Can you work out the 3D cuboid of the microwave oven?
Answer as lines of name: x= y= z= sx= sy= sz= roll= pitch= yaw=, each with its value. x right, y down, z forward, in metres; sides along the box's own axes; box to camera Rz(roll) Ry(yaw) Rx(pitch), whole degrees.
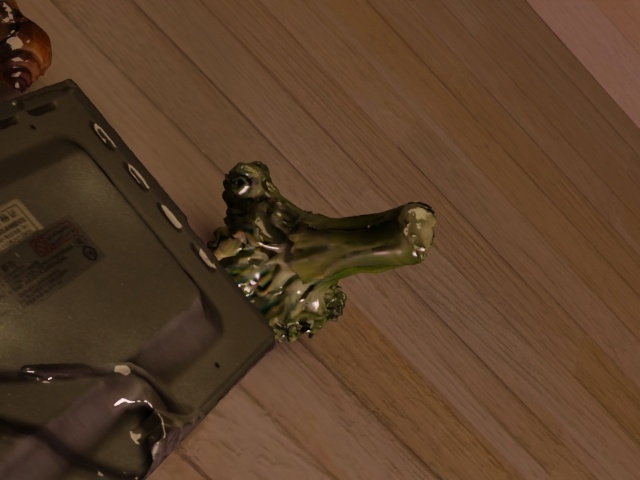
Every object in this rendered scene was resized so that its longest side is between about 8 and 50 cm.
microwave oven: x=-0.277 y=0.130 z=0.496 sx=0.236 sy=0.374 sz=0.432 roll=50 pitch=36 yaw=-2

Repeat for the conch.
conch: x=-0.344 y=-0.230 z=0.916 sx=0.080 sy=0.086 sz=0.232 roll=-31 pitch=67 yaw=-10

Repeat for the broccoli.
broccoli: x=-0.012 y=-0.014 z=0.913 sx=0.177 sy=0.275 sz=0.198 roll=-25 pitch=80 yaw=-46
